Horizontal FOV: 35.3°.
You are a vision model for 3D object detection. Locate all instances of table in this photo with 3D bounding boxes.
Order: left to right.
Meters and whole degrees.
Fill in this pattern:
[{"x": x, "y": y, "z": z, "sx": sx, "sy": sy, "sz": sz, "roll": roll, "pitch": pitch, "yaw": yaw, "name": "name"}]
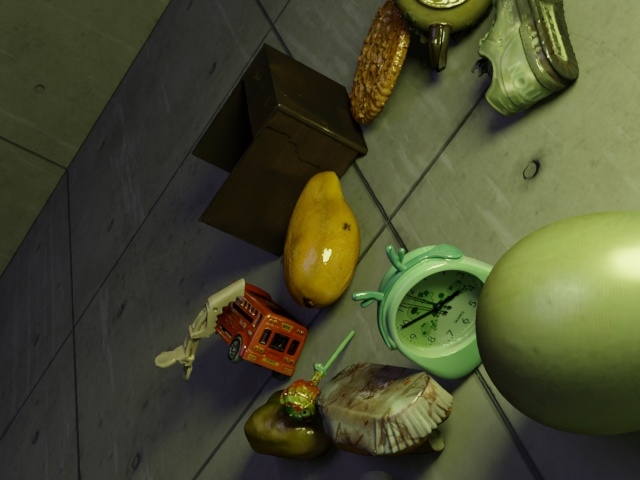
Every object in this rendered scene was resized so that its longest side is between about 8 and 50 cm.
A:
[{"x": -0.087, "y": -0.168, "z": 1.897, "sx": 0.282, "sy": 0.196, "sz": 0.250, "roll": -52, "pitch": 30, "yaw": 25, "name": "table"}]

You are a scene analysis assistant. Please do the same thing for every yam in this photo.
[{"x": 0.109, "y": 0.270, "z": 1.335, "sx": 0.145, "sy": 0.032, "sz": 0.032, "roll": -21, "pitch": 49, "yaw": 54, "name": "yam"}]

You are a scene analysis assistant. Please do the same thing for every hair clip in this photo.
[{"x": -0.205, "y": 0.146, "z": 1.716, "sx": 0.226, "sy": 0.072, "sz": 0.034, "roll": -56, "pitch": 32, "yaw": 22, "name": "hair clip"}]

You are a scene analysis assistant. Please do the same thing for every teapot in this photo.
[{"x": 0.203, "y": -0.409, "z": 1.660, "sx": 0.182, "sy": 0.173, "sz": 0.269, "roll": -7, "pitch": -80, "yaw": -83, "name": "teapot"}]

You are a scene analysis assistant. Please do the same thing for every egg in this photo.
[{"x": 0.294, "y": 0.075, "z": 0.983, "sx": 0.295, "sy": 0.218, "sz": 0.218, "roll": -22, "pitch": 47, "yaw": 35, "name": "egg"}]

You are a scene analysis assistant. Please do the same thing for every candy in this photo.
[{"x": 0.006, "y": 0.196, "z": 1.502, "sx": 0.060, "sy": 0.060, "sz": 0.201, "roll": -34, "pitch": 11, "yaw": 43, "name": "candy"}]

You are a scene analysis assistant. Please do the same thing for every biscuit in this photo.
[{"x": 0.106, "y": -0.329, "z": 1.796, "sx": 0.254, "sy": 0.035, "sz": 0.254, "roll": -165, "pitch": 90, "yaw": -77, "name": "biscuit"}]

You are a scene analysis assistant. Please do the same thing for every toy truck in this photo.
[{"x": -0.118, "y": 0.148, "z": 1.754, "sx": 0.114, "sy": 0.107, "sz": 0.253, "roll": -65, "pitch": 27, "yaw": 4, "name": "toy truck"}]

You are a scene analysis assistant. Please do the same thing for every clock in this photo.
[{"x": 0.140, "y": 0.074, "z": 1.256, "sx": 0.159, "sy": 0.211, "sz": 0.066, "roll": -54, "pitch": 29, "yaw": 13, "name": "clock"}]

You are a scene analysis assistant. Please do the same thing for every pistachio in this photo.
[{"x": -0.056, "y": 0.280, "z": 1.531, "sx": 0.189, "sy": 0.110, "sz": 0.100, "roll": -3, "pitch": 95, "yaw": 59, "name": "pistachio"}]

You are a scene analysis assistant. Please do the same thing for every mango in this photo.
[{"x": 0.004, "y": 0.003, "z": 1.674, "sx": 0.157, "sy": 0.109, "sz": 0.262, "roll": -49, "pitch": 24, "yaw": 45, "name": "mango"}]

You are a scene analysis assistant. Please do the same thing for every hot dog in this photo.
[{"x": 0.076, "y": 0.226, "z": 1.343, "sx": 0.144, "sy": 0.075, "sz": 0.268, "roll": -44, "pitch": 16, "yaw": -15, "name": "hot dog"}]

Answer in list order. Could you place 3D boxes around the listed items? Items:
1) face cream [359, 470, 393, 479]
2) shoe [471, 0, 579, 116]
[{"x": 0.068, "y": 0.386, "z": 1.279, "sx": 0.072, "sy": 0.051, "sz": 0.182, "roll": -31, "pitch": 42, "yaw": 41, "name": "face cream"}, {"x": 0.274, "y": -0.306, "z": 1.463, "sx": 0.149, "sy": 0.109, "sz": 0.293, "roll": -35, "pitch": 42, "yaw": 34, "name": "shoe"}]
